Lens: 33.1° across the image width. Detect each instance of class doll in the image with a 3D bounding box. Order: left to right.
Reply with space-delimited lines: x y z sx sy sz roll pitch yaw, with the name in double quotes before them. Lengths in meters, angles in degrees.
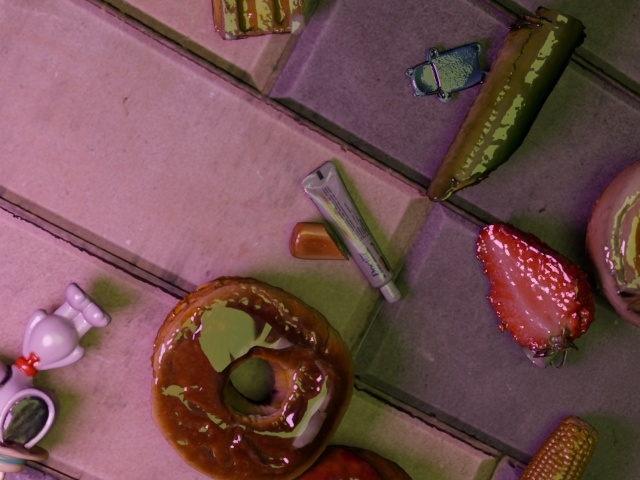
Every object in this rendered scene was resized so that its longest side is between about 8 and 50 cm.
"doll" -0.410 0.205 1.568 0.271 0.144 0.208 -29 92 -8

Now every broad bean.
"broad bean" 0.045 0.408 1.728 0.228 0.122 0.156 17 87 -14

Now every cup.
"cup" 0.399 0.179 1.847 0.083 0.054 0.075 -43 76 -12

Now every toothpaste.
"toothpaste" 0.058 -0.008 1.747 0.067 0.037 0.255 -36 101 -17

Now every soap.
"soap" -0.103 -0.425 1.651 0.135 0.076 0.233 -8 97 -16

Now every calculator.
"calculator" 0.210 -0.277 1.783 0.141 0.019 0.094 -19 98 -13

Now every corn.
"corn" 0.386 0.419 1.845 0.097 0.097 0.262 38 80 -15

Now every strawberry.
"strawberry" 0.373 0.072 1.811 0.106 0.175 0.236 -14 93 -56

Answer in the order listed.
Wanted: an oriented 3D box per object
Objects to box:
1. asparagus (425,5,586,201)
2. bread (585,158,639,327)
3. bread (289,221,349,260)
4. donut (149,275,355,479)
"asparagus" 0.300 -0.211 1.767 0.382 0.108 0.128 -61 149 -4
"bread" 0.578 0.003 1.838 0.305 0.159 0.306 -1 94 -20
"bread" 0.001 -0.001 1.722 0.103 0.049 0.062 2 113 -18
"donut" -0.108 0.208 1.662 0.330 0.160 0.330 -3 106 -12
